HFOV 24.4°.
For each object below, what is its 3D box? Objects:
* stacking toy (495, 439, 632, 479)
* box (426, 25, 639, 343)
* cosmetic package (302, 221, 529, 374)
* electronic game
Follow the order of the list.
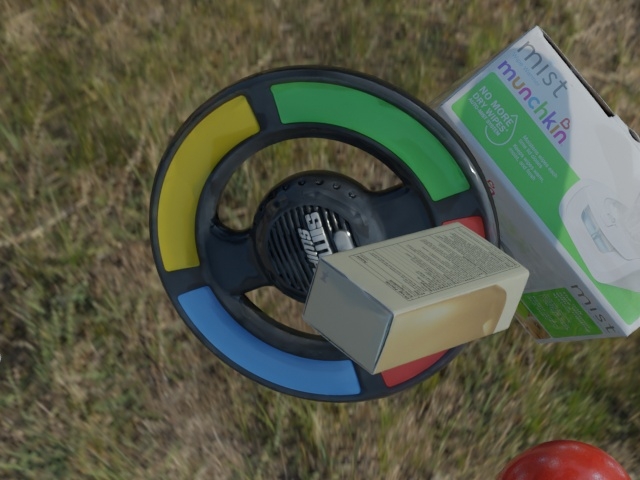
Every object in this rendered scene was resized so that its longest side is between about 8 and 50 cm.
[{"bbox_3d":[0.197,0.267,0.864,0.141,0.141,0.330,-25,91,-6],"label":"stacking toy"},{"bbox_3d":[0.206,-0.043,1.376,0.127,0.231,0.262,-40,94,-12],"label":"box"},{"bbox_3d":[0.053,0.029,0.800,0.115,0.041,0.060,-13,40,-42],"label":"cosmetic package"},{"bbox_3d":[0.000,0.000,0.941,0.229,0.048,0.229,5,113,13],"label":"electronic game"}]
